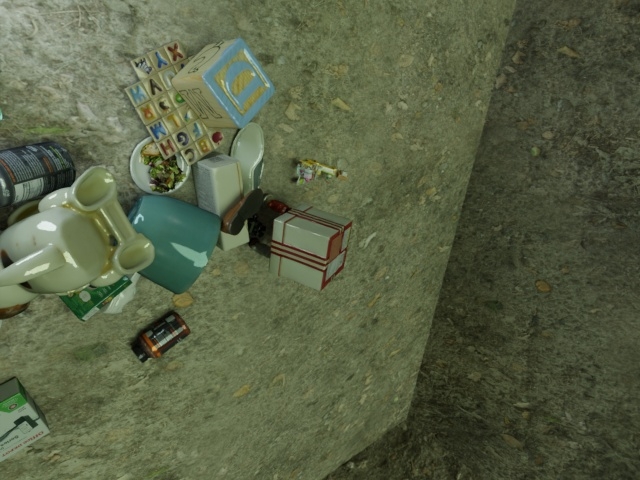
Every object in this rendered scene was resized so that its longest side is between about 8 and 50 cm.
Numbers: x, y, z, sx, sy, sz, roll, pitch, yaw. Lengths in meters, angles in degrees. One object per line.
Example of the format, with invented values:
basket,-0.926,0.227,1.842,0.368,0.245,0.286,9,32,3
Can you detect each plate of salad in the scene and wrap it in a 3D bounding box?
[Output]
plate of salad,-0.509,-0.239,1.344,0.200,0.048,0.199,-23,125,-36

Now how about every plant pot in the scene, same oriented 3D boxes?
plant pot,-0.496,-0.009,1.314,0.235,0.293,0.293,31,87,-31

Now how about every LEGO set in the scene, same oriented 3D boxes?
LEGO set,-0.014,-0.271,1.768,0.287,0.132,0.107,-3,122,-50

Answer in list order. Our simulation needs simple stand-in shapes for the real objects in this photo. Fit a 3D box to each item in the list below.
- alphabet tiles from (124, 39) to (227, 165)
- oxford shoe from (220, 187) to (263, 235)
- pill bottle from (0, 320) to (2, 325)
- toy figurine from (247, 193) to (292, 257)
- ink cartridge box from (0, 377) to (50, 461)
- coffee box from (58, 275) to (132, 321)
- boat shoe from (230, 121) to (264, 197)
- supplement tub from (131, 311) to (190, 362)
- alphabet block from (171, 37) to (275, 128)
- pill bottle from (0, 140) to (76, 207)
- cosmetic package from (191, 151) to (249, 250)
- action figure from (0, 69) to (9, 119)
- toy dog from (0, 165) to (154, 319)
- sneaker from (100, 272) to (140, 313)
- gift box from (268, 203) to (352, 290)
alphabet tiles,-0.431,-0.425,1.308,0.285,0.011,0.342,-43,129,-29
oxford shoe,-0.269,-0.106,1.406,0.212,0.076,0.076,-55,139,-35
pill bottle,-0.984,0.187,0.993,0.334,0.188,0.188,31,88,-48
toy figurine,-0.214,-0.055,1.669,0.213,0.148,0.209,-42,140,-24
ink cartridge box,-0.964,0.553,1.281,0.153,0.087,0.208,-30,130,-30
coffee box,-0.704,0.153,1.309,0.184,0.113,0.040,-45,165,-20
boat shoe,-0.270,-0.276,1.550,0.099,0.116,0.319,-73,172,-79
supplement tub,-0.590,0.362,1.536,0.198,0.106,0.106,-37,132,-26
alphabet block,-0.297,-0.475,1.281,0.192,0.197,0.193,-55,134,-21
pill bottle,-0.750,-0.159,1.019,0.246,0.130,0.130,-44,142,-58
cosmetic package,-0.353,-0.138,1.469,0.113,0.160,0.309,-25,128,-35
action figure,-0.789,-0.393,0.952,0.063,0.137,0.232,-39,129,-56
toy dog,-0.699,0.055,1.040,0.408,0.395,0.284,-17,120,15
sneaker,-0.651,0.154,1.403,0.212,0.080,0.094,-55,151,0
gift box,-0.044,0.017,1.590,0.276,0.258,0.255,-33,138,-61
